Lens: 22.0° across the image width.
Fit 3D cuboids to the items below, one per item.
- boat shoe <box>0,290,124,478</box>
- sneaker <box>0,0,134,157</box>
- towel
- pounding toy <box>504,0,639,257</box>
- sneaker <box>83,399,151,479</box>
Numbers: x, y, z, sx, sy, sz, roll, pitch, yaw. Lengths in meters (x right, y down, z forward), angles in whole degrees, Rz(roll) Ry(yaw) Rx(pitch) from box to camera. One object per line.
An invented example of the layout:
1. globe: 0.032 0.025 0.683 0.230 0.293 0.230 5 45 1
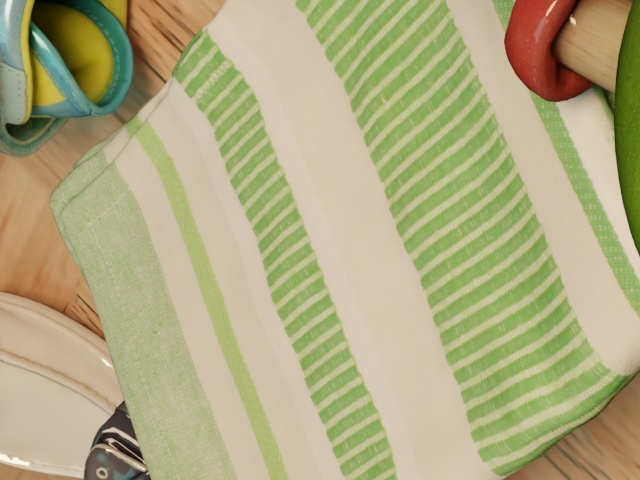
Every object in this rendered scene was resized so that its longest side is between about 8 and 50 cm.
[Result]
1. boat shoe: -0.223 0.073 0.871 0.277 0.096 0.098 20 119 0
2. sneaker: -0.209 -0.070 0.759 0.208 0.127 0.319 37 116 6
3. towel: 0.000 0.000 0.664 0.325 0.038 0.248 -43 62 43
4. pounding toy: 0.125 -0.097 0.469 0.110 0.183 0.237 37 148 32
5. sneaker: -0.026 0.121 0.795 0.163 0.086 0.226 48 137 4
